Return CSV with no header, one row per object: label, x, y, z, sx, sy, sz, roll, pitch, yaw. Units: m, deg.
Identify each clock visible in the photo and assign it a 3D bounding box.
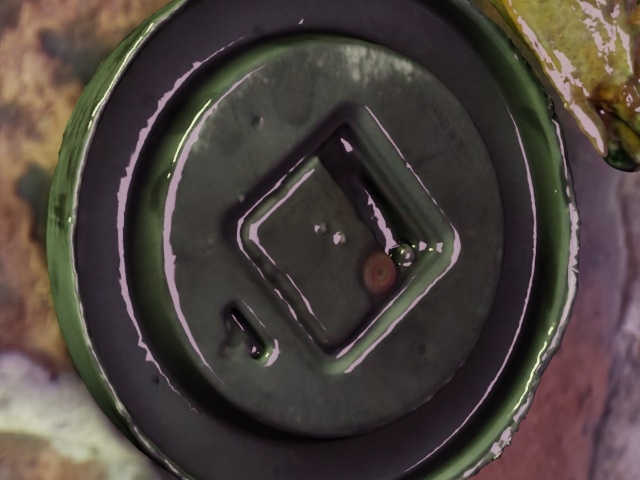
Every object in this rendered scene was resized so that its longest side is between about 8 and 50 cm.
clock,0.000,0.000,0.850,0.280,0.055,0.281,-1,92,-28

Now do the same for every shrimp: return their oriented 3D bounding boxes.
shrimp,0.140,-0.163,0.893,0.168,0.077,0.317,-28,93,-33
